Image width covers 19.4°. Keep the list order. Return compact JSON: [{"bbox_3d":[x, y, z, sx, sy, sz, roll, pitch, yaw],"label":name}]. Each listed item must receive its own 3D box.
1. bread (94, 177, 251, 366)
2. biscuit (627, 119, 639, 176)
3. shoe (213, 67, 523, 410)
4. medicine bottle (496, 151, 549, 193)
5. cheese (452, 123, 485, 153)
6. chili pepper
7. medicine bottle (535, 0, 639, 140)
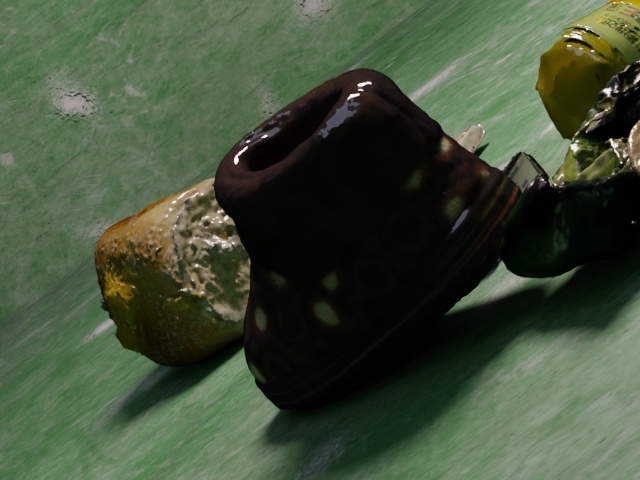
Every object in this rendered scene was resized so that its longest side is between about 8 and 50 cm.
[{"bbox_3d":[-0.170,0.046,2.289,0.176,0.195,0.246,-41,10,-36],"label":"bread"},{"bbox_3d":[0.304,-0.068,1.505,0.120,0.120,0.015,-48,-27,-41],"label":"biscuit"},{"bbox_3d":[0.000,0.000,1.738,0.384,0.237,0.171,-42,7,50],"label":"shoe"},{"bbox_3d":[0.123,0.000,1.913,0.201,0.052,0.171,-31,13,37],"label":"medicine bottle"},{"bbox_3d":[0.087,-0.018,2.151,0.085,0.034,0.400,-28,14,41],"label":"cheese"},{"bbox_3d":[0.259,-0.058,1.601,0.264,0.116,0.148,-49,-7,-37],"label":"chili pepper"},{"bbox_3d":[0.310,-0.183,1.793,0.239,0.124,0.124,-35,8,-34],"label":"medicine bottle"}]
